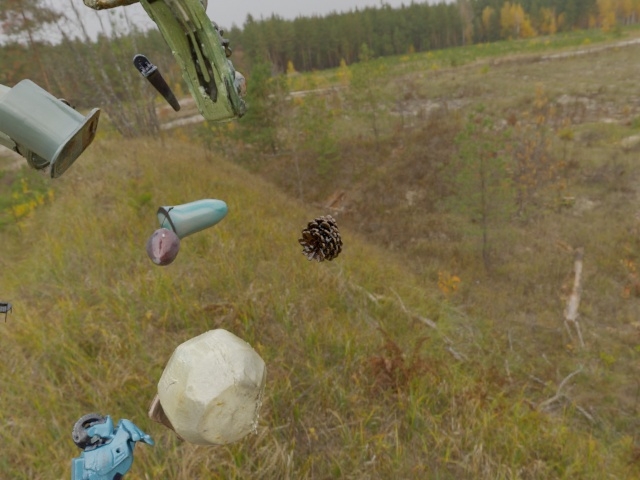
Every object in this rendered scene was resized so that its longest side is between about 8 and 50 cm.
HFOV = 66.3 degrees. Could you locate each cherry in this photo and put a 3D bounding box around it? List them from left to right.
[{"bbox_3d":[-0.533,0.004,1.686,0.115,0.188,0.148,33,26,-6],"label":"cherry"}]

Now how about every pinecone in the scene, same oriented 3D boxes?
[{"bbox_3d":[0.001,-0.001,1.973,0.169,0.185,0.212,-36,-5,20],"label":"pinecone"}]

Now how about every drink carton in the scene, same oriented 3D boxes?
[{"bbox_3d":[-0.701,-0.292,1.246,0.186,0.190,0.191,-24,34,55],"label":"drink carton"}]

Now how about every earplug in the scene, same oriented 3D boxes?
[{"bbox_3d":[-0.596,-0.122,2.368,0.324,0.184,0.185,-23,28,-33],"label":"earplug"}]

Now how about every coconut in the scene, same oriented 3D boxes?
[{"bbox_3d":[-0.349,0.470,1.614,0.347,0.345,0.360,-20,28,-28],"label":"coconut"}]

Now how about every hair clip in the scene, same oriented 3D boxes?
[{"bbox_3d":[-0.503,-0.477,1.563,0.083,0.275,0.048,39,81,16],"label":"hair clip"},{"bbox_3d":[-0.228,-0.376,0.902,0.139,0.321,0.091,3,39,42],"label":"hair clip"}]

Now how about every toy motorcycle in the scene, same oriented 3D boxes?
[{"bbox_3d":[-0.477,0.535,1.129,0.182,0.271,0.124,6,-18,-36],"label":"toy motorcycle"}]

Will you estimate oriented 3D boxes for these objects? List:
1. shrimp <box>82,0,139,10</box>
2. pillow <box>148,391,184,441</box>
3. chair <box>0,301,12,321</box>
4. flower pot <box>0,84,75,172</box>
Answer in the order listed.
[{"bbox_3d":[-0.439,-0.689,1.249,0.365,0.071,0.233,-24,48,1],"label":"shrimp"},{"bbox_3d":[-0.524,0.619,1.762,0.034,0.211,0.135,-9,41,35],"label":"pillow"},{"bbox_3d":[-0.861,0.181,1.327,0.037,0.086,0.042,11,41,-19],"label":"chair"},{"bbox_3d":[-1.067,-0.416,1.743,0.259,0.290,0.290,23,21,-10],"label":"flower pot"}]
